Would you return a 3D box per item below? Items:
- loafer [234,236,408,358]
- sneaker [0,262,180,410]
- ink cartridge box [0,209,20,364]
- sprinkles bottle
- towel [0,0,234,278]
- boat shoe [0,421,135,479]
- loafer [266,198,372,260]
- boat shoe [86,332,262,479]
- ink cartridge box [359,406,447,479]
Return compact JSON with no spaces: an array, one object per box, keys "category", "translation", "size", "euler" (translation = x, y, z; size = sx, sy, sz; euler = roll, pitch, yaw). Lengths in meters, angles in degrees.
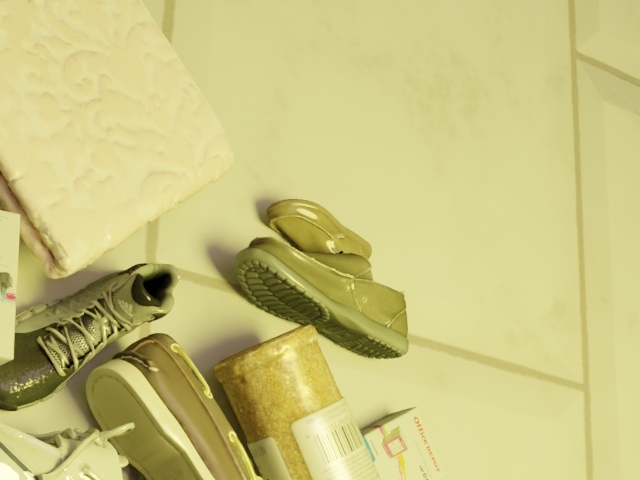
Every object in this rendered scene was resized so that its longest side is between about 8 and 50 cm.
[{"category":"loafer","translation":[0.005,0.052,1.750],"size":[0.251,0.094,0.087],"euler":[33,60,-37]},{"category":"sneaker","translation":[-0.225,0.078,1.523],"size":[0.228,0.132,0.086],"euler":[-39,99,-42]},{"category":"ink cartridge box","translation":[-0.334,0.069,1.457],"size":[0.061,0.104,0.181],"euler":[14,66,-34]},{"category":"sprinkles bottle","translation":[0.009,0.271,1.648],"size":[0.121,0.121,0.355],"euler":[-22,87,-42]},{"category":"towel","translation":[-0.257,-0.152,1.603],"size":[0.317,0.053,0.332],"euler":[57,36,-5]},{"category":"boat shoe","translation":[-0.231,0.231,1.460],"size":[0.367,0.136,0.156],"euler":[43,52,-22]},{"category":"loafer","translation":[0.000,0.000,1.788],"size":[0.148,0.056,0.050],"euler":[28,51,-28]},{"category":"boat shoe","translation":[-0.110,0.244,1.568],"size":[0.096,0.116,0.324],"euler":[-37,96,-45]},{"category":"ink cartridge box","translation":[0.074,0.251,1.754],"size":[0.122,0.052,0.088],"euler":[-23,88,-43]}]
